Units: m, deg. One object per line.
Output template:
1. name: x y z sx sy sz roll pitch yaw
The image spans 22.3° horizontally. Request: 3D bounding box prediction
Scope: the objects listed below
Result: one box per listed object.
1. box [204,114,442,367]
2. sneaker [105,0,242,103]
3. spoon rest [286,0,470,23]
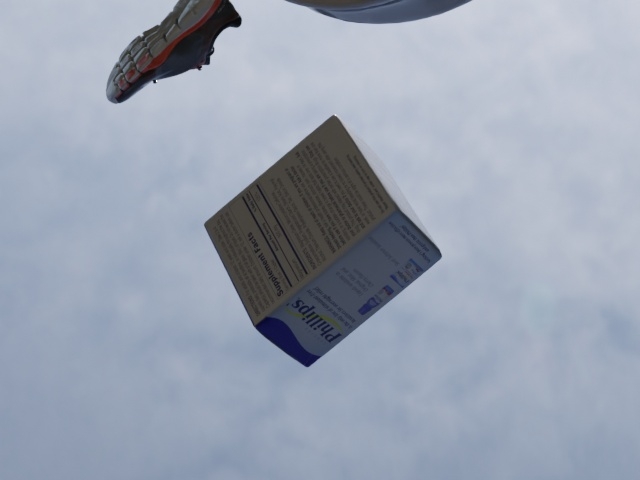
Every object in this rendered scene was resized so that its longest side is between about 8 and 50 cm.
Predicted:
1. box: 0.000 0.000 1.217 0.137 0.072 0.126 -39 -137 9
2. sneaker: -0.137 -0.174 1.547 0.158 0.065 0.061 -38 -144 21
3. spoon rest: 0.084 -0.147 0.630 0.276 0.137 0.084 -15 -100 28
